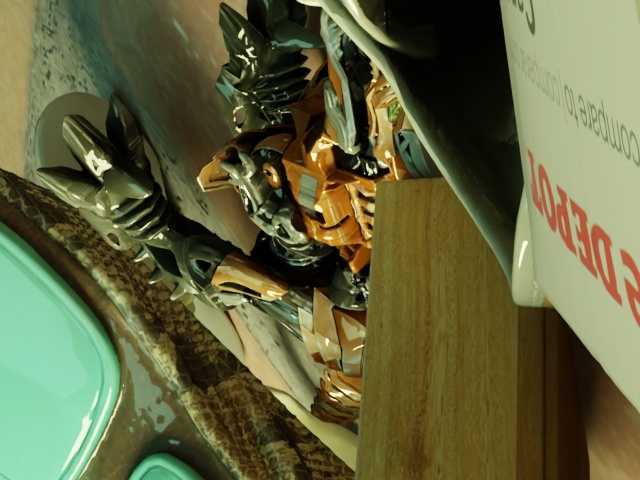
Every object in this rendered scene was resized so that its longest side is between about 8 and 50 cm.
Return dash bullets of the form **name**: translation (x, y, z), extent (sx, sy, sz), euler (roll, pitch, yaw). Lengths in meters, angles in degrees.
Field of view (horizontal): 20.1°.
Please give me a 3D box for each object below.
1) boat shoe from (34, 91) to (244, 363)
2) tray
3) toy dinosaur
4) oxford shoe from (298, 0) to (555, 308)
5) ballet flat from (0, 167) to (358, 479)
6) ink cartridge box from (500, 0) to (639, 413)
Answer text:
- **boat shoe**: translation (-0.128, 0.011, 1.171), extent (0.219, 0.078, 0.070), euler (64, 153, 1)
- **tray**: translation (0.060, 0.197, 0.656), extent (0.203, 0.076, 0.410), euler (74, -164, -50)
- **toy dinosaur**: translation (0.000, 0.000, 0.852), extent (0.218, 0.164, 0.322), euler (36, 131, 22)
- **oxford shoe**: translation (0.029, -0.147, 0.656), extent (0.169, 0.130, 0.449), euler (89, 156, -50)
- **ballet flat**: translation (-0.084, 0.107, 1.024), extent (0.483, 0.182, 0.164), euler (42, 122, 18)
- **ink cartridge box**: translation (0.113, -0.147, 0.334), extent (0.279, 0.160, 0.384), euler (-108, 8, -76)
